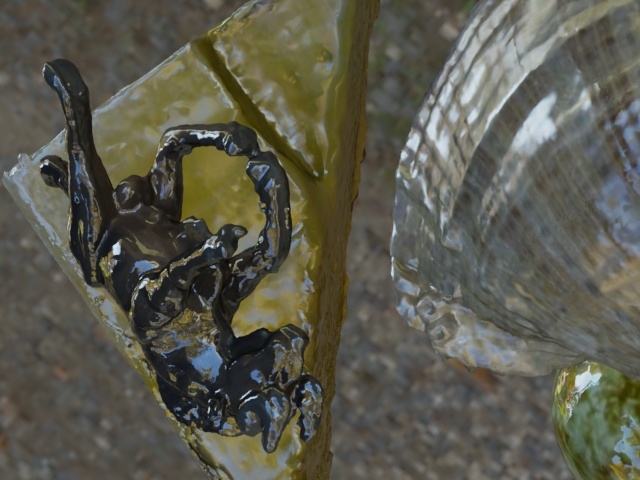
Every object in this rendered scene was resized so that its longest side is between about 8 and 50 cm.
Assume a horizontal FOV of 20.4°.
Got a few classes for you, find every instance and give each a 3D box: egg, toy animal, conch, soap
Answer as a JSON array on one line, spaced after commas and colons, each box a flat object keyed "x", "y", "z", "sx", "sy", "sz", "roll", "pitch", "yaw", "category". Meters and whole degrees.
[{"x": 0.363, "y": 0.169, "z": 1.706, "sx": 0.289, "sy": 0.238, "sz": 0.238, "roll": 18, "pitch": 158, "yaw": -7, "category": "egg"}, {"x": -0.083, "y": 0.007, "z": 0.929, "sx": 0.232, "sy": 0.084, "sz": 0.148, "roll": 43, "pitch": 127, "yaw": 28, "category": "toy animal"}, {"x": 0.199, "y": -0.035, "z": 0.931, "sx": 0.210, "sy": 0.352, "sz": 0.297, "roll": -60, "pitch": -53, "yaw": -86, "category": "conch"}, {"x": 0.000, "y": 0.000, "z": 1.248, "sx": 0.339, "sy": 0.304, "sz": 0.169, "roll": 55, "pitch": -168, "yaw": -6, "category": "soap"}]
